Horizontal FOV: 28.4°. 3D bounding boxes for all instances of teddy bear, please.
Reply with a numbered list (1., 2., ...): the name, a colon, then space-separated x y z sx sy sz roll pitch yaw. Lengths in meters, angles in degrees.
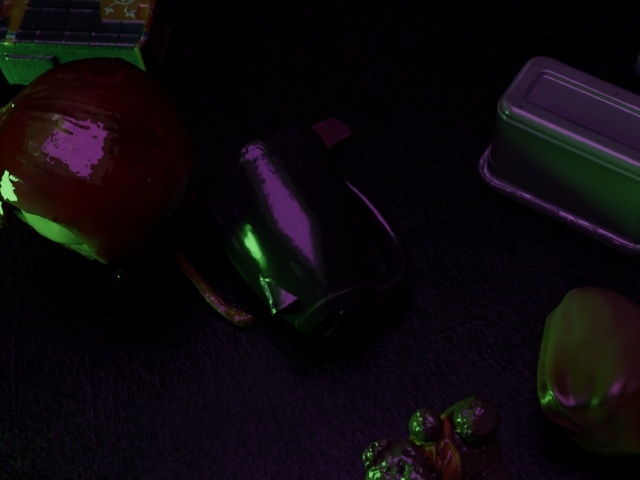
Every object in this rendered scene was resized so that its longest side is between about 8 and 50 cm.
1. teddy bear: 0.150 0.296 1.661 0.190 0.177 0.140 -20 15 -6

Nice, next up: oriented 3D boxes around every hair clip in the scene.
1. hair clip: -0.013 -0.147 1.997 0.137 0.022 0.054 -38 60 -15

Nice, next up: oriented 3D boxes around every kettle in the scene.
1. kettle: 0.000 0.000 1.825 0.268 0.207 0.290 -14 61 -34

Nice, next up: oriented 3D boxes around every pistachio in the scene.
1. pistachio: 0.398 0.169 1.694 0.213 0.163 0.260 19 48 -6

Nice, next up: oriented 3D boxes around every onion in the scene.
1. onion: -0.330 -0.113 1.826 0.341 0.341 0.341 -3 59 5

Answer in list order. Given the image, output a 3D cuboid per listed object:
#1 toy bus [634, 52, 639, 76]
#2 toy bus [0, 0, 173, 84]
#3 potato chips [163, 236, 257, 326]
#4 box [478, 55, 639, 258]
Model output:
1. toy bus: 0.626 -0.340 1.854 0.233 0.203 0.427 24 38 13
2. toy bus: -0.398 -0.343 2.092 0.275 0.138 0.167 4 62 6
3. potato chips: -0.172 0.064 1.890 0.037 0.026 0.204 -38 62 -19
4. box: 0.396 -0.134 1.850 0.312 0.182 0.175 28 67 20
